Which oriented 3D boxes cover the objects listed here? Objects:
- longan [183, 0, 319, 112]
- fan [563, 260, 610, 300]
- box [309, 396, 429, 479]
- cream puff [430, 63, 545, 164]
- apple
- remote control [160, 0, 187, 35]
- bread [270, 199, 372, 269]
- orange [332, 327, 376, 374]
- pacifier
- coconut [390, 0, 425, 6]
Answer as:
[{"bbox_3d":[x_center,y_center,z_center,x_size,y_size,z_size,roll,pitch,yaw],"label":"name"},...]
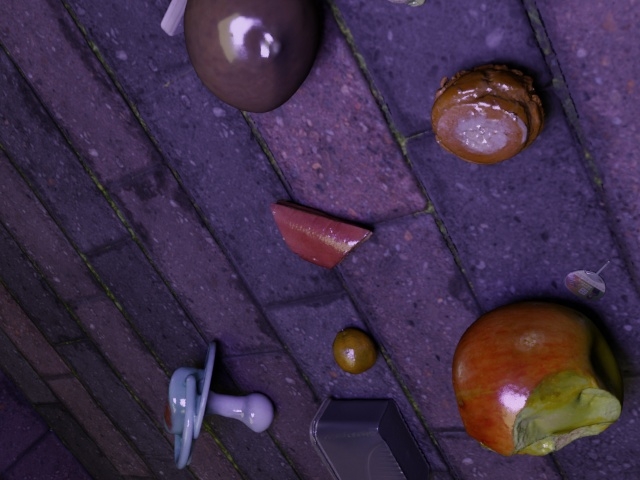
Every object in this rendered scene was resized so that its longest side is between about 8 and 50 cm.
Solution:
[{"bbox_3d":[-0.096,-0.294,0.841,0.196,0.196,0.220,25,140,16],"label":"longan"},{"bbox_3d":[0.412,0.065,0.904,0.080,0.003,0.060,-26,106,43],"label":"fan"},{"bbox_3d":[0.115,0.474,1.317,0.178,0.138,0.274,-16,113,35],"label":"box"},{"bbox_3d":[0.221,-0.168,0.786,0.144,0.103,0.126,15,142,24],"label":"cream puff"},{"bbox_3d":[0.328,0.216,0.905,0.226,0.246,0.246,-18,111,32],"label":"apple"},{"bbox_3d":[-0.179,-0.387,0.895,0.029,0.087,0.190,44,136,-4],"label":"remote control"},{"bbox_3d":[0.000,0.000,1.080,0.192,0.067,0.119,17,130,22],"label":"bread"},{"bbox_3d":[0.066,0.219,1.192,0.085,0.085,0.095,-27,97,43],"label":"orange"},{"bbox_3d":[-0.247,0.419,1.460,0.269,0.288,0.343,11,137,-7],"label":"pacifier"},{"bbox_3d":[0.111,-0.334,0.748,0.083,0.082,0.081,-8,113,39],"label":"coconut"}]
